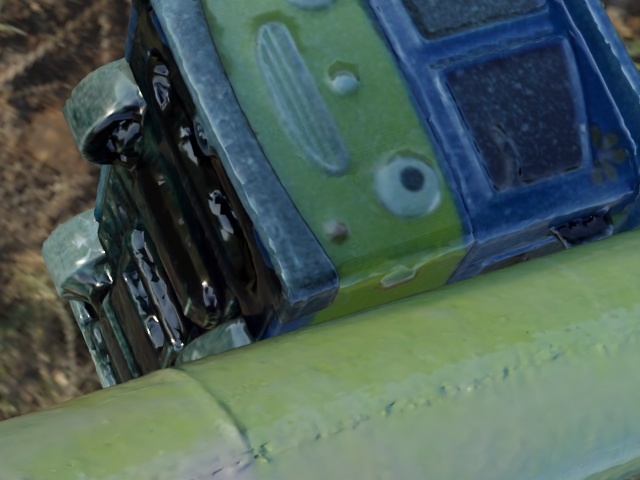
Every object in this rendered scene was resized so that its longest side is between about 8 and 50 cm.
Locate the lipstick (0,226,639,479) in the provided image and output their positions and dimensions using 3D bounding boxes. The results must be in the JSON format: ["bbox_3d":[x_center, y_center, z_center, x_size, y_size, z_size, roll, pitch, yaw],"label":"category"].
[{"bbox_3d":[0.034,0.050,0.505,0.304,0.076,0.076,-15,115,-34],"label":"lipstick"}]

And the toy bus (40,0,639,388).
[{"bbox_3d":[0.000,0.000,0.755,0.190,0.152,0.312,-18,161,-19],"label":"toy bus"}]
